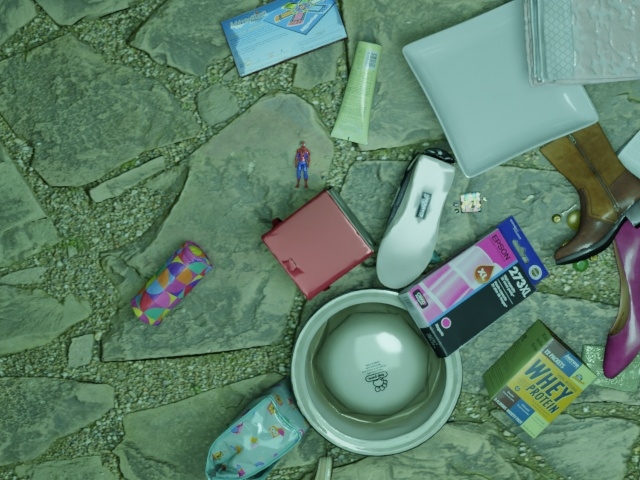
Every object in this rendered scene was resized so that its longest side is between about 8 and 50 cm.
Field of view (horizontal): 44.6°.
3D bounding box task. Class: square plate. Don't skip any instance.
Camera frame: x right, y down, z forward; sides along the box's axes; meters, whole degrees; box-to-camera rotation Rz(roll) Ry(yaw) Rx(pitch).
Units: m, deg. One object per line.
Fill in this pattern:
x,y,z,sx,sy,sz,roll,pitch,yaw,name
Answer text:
0.410,-0.355,1.796,0.347,0.049,0.343,-24,82,-6,square plate

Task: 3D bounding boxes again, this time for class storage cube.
0.000,0.000,1.870,0.193,0.183,0.215,-36,91,9,storage cube

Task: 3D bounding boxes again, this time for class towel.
0.599,-0.518,1.748,0.317,0.053,0.331,-9,97,-19,towel
0.707,0.310,1.901,0.148,0.027,0.110,9,97,6,towel

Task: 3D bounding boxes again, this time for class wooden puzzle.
0.366,-0.093,1.906,0.083,0.006,0.049,-3,96,7,wooden puzzle

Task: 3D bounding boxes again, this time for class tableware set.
0.616,-0.005,1.880,0.104,0.024,0.154,-37,92,12,tableware set

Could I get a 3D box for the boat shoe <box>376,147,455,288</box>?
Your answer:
0.223,-0.056,1.851,0.127,0.158,0.340,22,99,-3,boat shoe

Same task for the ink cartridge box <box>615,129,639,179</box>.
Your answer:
0.782,-0.193,1.835,0.145,0.045,0.179,40,89,2,ink cartridge box

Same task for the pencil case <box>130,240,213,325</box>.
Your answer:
-0.377,0.110,1.974,0.104,0.104,0.236,45,101,0,pencil case

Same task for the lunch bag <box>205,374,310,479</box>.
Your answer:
-0.151,0.485,1.923,0.262,0.223,0.160,-43,85,10,lunch bag

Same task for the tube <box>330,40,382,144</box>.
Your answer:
0.093,-0.358,1.887,0.070,0.062,0.240,26,109,47,tube

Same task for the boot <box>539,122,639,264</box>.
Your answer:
0.593,-0.111,1.803,0.264,0.096,0.280,-38,69,20,boot

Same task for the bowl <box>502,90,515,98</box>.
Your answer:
0.440,-0.292,1.852,0.142,0.053,0.142,37,98,1,bowl

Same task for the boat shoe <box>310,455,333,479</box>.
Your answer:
-0.043,0.681,1.995,0.098,0.109,0.302,19,104,3,boat shoe

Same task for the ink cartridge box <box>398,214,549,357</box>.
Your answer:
0.373,0.100,1.816,0.371,0.069,0.175,-33,91,-22,ink cartridge box

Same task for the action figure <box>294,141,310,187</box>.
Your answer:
-0.044,-0.187,1.934,0.038,0.030,0.115,3,95,11,action figure

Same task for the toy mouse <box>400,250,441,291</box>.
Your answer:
0.242,0.066,1.926,0.161,0.031,0.143,-28,93,9,toy mouse

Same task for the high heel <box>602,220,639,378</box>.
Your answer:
0.697,0.128,1.838,0.181,0.127,0.377,23,88,4,high heel

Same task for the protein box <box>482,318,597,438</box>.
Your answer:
0.509,0.320,1.838,0.136,0.200,0.201,42,99,0,protein box

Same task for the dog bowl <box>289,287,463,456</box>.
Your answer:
0.134,0.304,1.903,0.408,0.150,0.407,0,96,4,dog bowl

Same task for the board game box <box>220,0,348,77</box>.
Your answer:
-0.089,-0.512,1.901,0.282,0.027,0.145,-18,95,8,board game box
